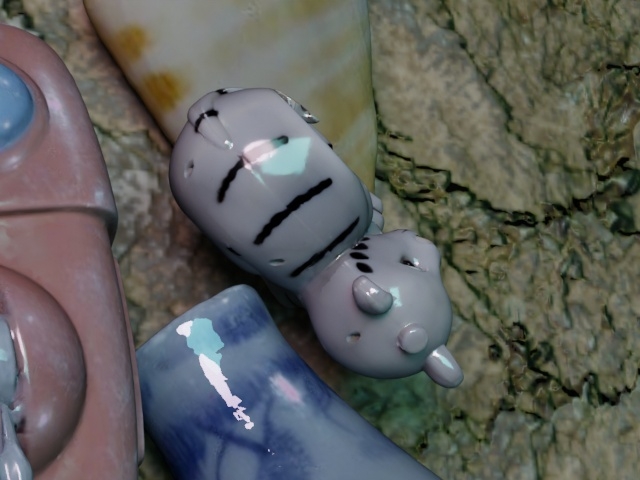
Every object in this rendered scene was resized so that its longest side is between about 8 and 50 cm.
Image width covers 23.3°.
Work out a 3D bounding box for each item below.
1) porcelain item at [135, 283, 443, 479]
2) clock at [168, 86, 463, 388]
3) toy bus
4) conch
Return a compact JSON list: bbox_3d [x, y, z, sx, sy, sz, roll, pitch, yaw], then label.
[{"bbox_3d":[0.005,0.147,0.753,0.141,0.141,0.259,-29,75,-29],"label":"porcelain item"},{"bbox_3d":[0.000,0.000,0.769,0.080,0.117,0.176,-44,118,-1],"label":"clock"},{"bbox_3d":[-0.171,0.029,0.658,0.197,0.232,0.294,-6,74,-24],"label":"toy bus"},{"bbox_3d":[-0.029,-0.126,0.836,0.158,0.127,0.255,-25,84,-30],"label":"conch"}]
